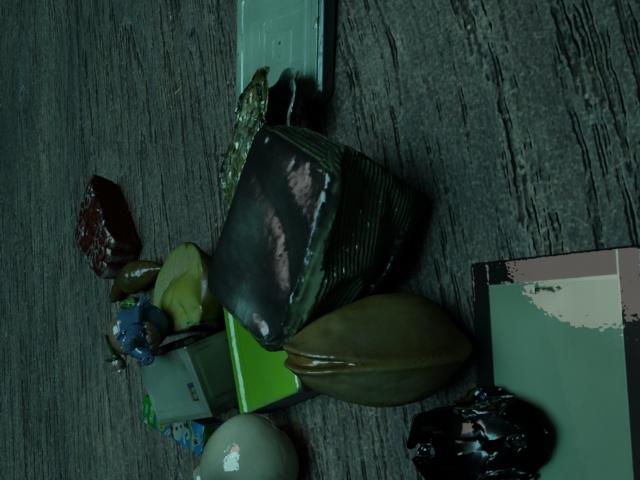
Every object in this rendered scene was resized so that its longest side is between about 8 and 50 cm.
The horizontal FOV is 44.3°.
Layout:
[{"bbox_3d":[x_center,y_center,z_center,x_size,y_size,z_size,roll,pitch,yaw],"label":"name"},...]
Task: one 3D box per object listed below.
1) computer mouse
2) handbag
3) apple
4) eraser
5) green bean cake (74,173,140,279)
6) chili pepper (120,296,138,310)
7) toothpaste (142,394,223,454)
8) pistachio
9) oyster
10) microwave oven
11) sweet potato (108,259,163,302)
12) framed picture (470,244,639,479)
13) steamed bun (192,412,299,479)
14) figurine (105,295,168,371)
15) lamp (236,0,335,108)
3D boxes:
[{"bbox_3d":[0.204,0.277,1.076,0.241,0.077,0.147,-28,64,45],"label":"computer mouse"},{"bbox_3d":[0.000,0.000,1.245,0.247,0.240,0.341,37,114,43],"label":"handbag"},{"bbox_3d":[-0.262,0.103,1.632,0.265,0.120,0.193,-25,61,54],"label":"apple"},{"bbox_3d":[-0.092,0.166,1.450,0.210,0.092,0.274,-32,64,44],"label":"eraser"},{"bbox_3d":[-0.541,-0.025,1.993,0.233,0.097,0.199,47,120,42],"label":"green bean cake"},{"bbox_3d":[-0.472,0.157,1.944,0.091,0.030,0.034,-2,110,52],"label":"chili pepper"},{"bbox_3d":[-0.302,0.395,1.699,0.266,0.050,0.065,8,95,50],"label":"toothpaste"},{"bbox_3d":[0.082,0.160,1.120,0.212,0.260,0.163,-14,85,57],"label":"pistachio"},{"bbox_3d":[-0.109,-0.151,1.455,0.162,0.158,0.351,-79,-4,-66],"label":"oyster"},{"bbox_3d":[-0.248,0.273,1.575,0.205,0.129,0.163,-20,89,46],"label":"microwave oven"},{"bbox_3d":[-0.461,0.097,1.902,0.269,0.074,0.075,-28,65,44],"label":"sweet potato"},{"bbox_3d":[0.311,0.189,1.029,0.265,0.016,0.347,-12,78,49],"label":"framed picture"},{"bbox_3d":[-0.143,0.423,1.414,0.177,0.130,0.228,41,128,14],"label":"steamed bun"},{"bbox_3d":[-0.370,0.193,1.539,0.144,0.114,0.178,-33,19,0],"label":"figurine"},{"bbox_3d":[-0.073,-0.380,1.519,0.269,0.047,0.267,-1,89,49],"label":"lamp"}]
